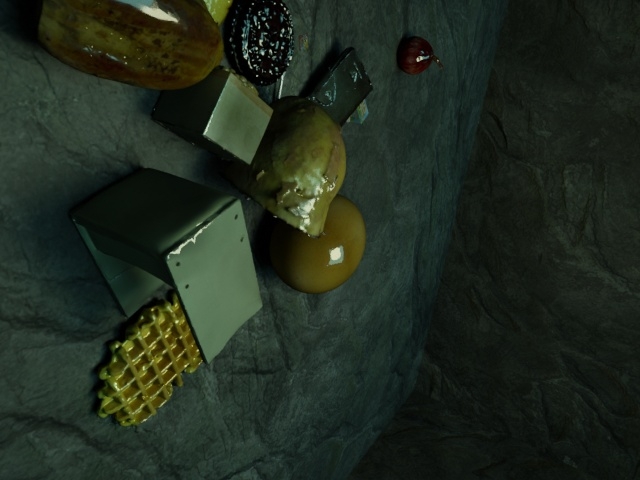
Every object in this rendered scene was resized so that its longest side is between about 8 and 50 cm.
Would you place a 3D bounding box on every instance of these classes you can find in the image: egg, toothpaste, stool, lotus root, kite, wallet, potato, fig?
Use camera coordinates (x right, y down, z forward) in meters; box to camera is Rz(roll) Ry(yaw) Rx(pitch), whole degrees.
[{"bbox_3d":[0.000,0.000,1.284,0.322,0.249,0.250,-50,147,-43],"label":"egg"},{"bbox_3d":[0.092,-0.429,1.393,0.070,0.044,0.193,-58,149,-21],"label":"toothpaste"},{"bbox_3d":[-0.264,0.039,0.847,0.170,0.243,0.270,-45,143,-38],"label":"stool"},{"bbox_3d":[-0.271,-0.330,0.694,0.290,0.193,0.193,-2,109,-51],"label":"lotus root"},{"bbox_3d":[-0.038,-0.480,1.174,0.044,0.002,0.078,-55,148,-27],"label":"kite"},{"bbox_3d":[0.025,-0.362,1.273,0.318,0.045,0.172,-52,145,-12],"label":"wallet"},{"bbox_3d":[-0.048,-0.182,1.035,0.237,0.288,0.301,-57,170,10],"label":"potato"},{"bbox_3d":[0.330,-0.626,1.609,0.128,0.150,0.129,-16,140,-14],"label":"fig"}]

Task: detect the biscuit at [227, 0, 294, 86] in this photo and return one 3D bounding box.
[{"bbox_3d":[-0.124,-0.429,1.000,0.194,0.053,0.195,-38,138,-44],"label":"biscuit"}]

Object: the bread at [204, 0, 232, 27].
[{"bbox_3d":[-0.221,-0.459,0.808,0.149,0.065,0.188,-6,111,-49],"label":"bread"}]

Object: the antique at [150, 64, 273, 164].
[{"bbox_3d":[-0.198,-0.244,0.884,0.146,0.151,0.148,26,87,-60],"label":"antique"}]

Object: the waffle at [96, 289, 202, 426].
[{"bbox_3d":[-0.348,0.260,1.031,0.283,0.065,0.310,24,87,-61],"label":"waffle"}]

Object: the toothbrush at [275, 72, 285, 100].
[{"bbox_3d":[-0.108,-0.309,1.140,0.018,0.024,0.258,-6,115,-37],"label":"toothbrush"}]
